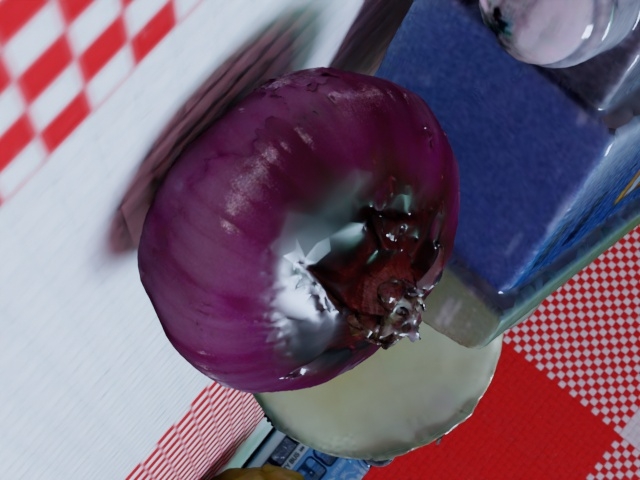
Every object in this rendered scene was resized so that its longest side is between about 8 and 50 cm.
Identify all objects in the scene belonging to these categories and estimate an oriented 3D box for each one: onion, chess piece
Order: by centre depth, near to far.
[{"bbox_3d":[0.000,0.000,0.410,0.115,0.104,0.115,-20,129,-27],"label":"onion"},{"bbox_3d":[0.027,0.037,0.721,0.133,0.133,0.243,-51,179,2],"label":"chess piece"}]

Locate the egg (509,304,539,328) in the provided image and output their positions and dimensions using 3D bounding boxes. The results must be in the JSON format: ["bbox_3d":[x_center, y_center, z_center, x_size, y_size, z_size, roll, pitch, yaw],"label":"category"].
[{"bbox_3d":[0.221,0.029,1.605,0.209,0.151,0.151,-43,169,-47],"label":"egg"}]

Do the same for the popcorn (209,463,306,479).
[{"bbox_3d":[-0.046,0.348,1.201,0.224,0.270,0.257,11,-116,48],"label":"popcorn"}]

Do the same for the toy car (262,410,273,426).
[{"bbox_3d":[0.010,0.085,0.962,0.171,0.070,0.080,-44,170,-51],"label":"toy car"}]

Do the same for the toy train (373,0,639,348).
[{"bbox_3d":[0.138,-0.091,0.529,0.300,0.131,0.202,-29,156,-45],"label":"toy train"}]

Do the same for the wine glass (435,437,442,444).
[{"bbox_3d":[0.090,0.147,1.387,0.072,0.155,0.072,-50,173,-9],"label":"wine glass"}]

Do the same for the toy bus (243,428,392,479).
[{"bbox_3d":[-0.005,0.264,1.494,0.297,0.131,0.106,-53,172,12],"label":"toy bus"}]
